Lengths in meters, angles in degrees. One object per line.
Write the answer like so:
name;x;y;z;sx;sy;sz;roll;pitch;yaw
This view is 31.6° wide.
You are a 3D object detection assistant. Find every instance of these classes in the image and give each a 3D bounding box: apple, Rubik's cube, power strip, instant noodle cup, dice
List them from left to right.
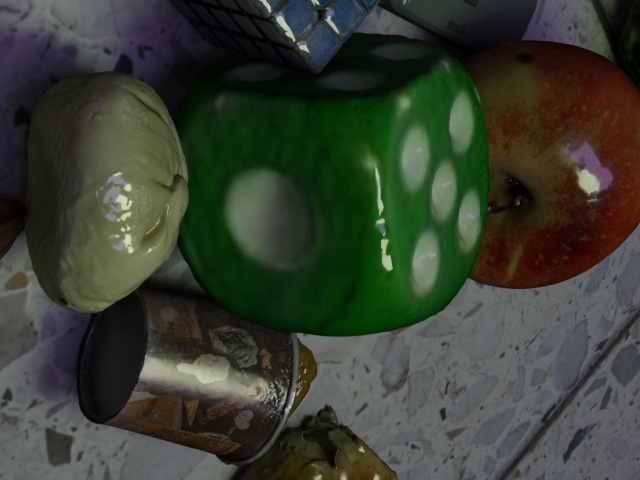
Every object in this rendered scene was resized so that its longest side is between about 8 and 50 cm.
instant noodle cup;-0.168;0.155;1.388;0.207;0.217;0.217;17;97;-35
Rubik's cube;-0.060;-0.352;1.228;0.237;0.238;0.237;-50;130;-11
dice;0.015;-0.073;1.321;0.300;0.297;0.287;-35;128;-51
power strip;0.202;-0.366;1.547;0.265;0.059;0.193;18;100;-42
apple;0.284;-0.105;1.548;0.277;0.348;0.348;-60;148;-58

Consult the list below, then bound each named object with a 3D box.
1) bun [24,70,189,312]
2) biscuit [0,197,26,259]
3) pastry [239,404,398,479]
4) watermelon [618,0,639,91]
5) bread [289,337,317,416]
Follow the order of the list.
bun;-0.222;-0.061;1.204;0.160;0.259;0.259;-2;110;-24
biscuit;-0.396;0.021;1.234;0.183;0.061;0.118;-53;172;-8
pastry;-0.006;0.423;1.663;0.329;0.136;0.329;-16;116;-34
watermelon;0.593;-0.317;1.755;0.269;0.269;0.269;-16;117;-33
bread;-0.077;0.183;1.552;0.128;0.069;0.140;41;81;-40
